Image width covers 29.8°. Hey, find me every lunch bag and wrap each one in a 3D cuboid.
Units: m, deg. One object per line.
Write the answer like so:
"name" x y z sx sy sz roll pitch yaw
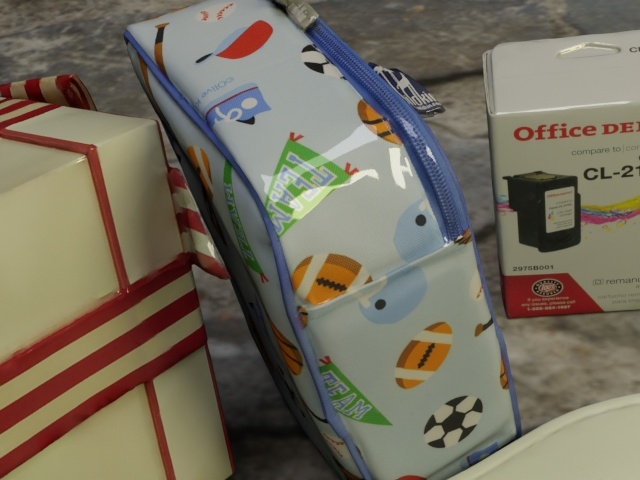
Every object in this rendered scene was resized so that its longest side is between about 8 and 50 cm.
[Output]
"lunch bag" 0.000 0.000 0.676 0.115 0.303 0.243 -27 43 -10

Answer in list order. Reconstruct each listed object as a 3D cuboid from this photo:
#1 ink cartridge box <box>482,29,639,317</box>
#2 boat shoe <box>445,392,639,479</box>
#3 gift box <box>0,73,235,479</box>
"ink cartridge box" 0.173 -0.039 0.771 0.128 0.175 0.072 -5 42 10
"boat shoe" 0.121 0.165 0.625 0.305 0.091 0.109 -19 30 -8
"gift box" -0.191 0.068 0.664 0.276 0.255 0.258 17 35 37
